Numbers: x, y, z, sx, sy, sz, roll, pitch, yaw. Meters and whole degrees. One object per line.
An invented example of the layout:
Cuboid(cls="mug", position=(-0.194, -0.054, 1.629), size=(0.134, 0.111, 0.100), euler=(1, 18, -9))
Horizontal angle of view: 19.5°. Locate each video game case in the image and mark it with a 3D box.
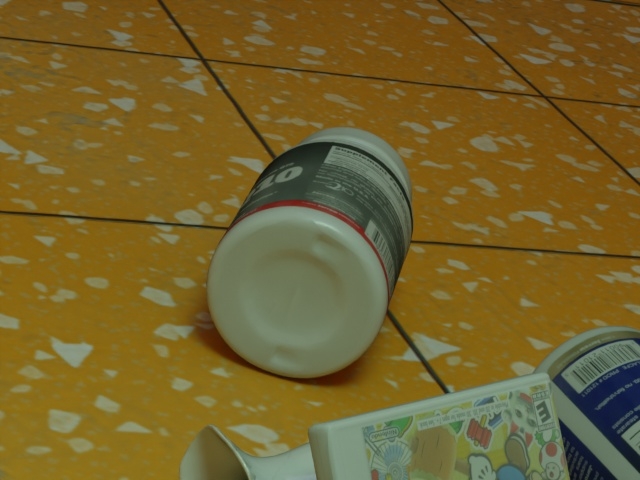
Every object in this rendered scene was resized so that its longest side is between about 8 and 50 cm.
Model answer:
Cuboid(cls="video game case", position=(0.099, 0.210, 1.296), size=(0.227, 0.206, 0.026), euler=(-8, -4, -43))

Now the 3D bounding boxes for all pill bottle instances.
Cuboid(cls="pill bottle", position=(0.277, 0.193, 1.474), size=(0.153, 0.153, 0.264), euler=(2, 27, -27))
Cuboid(cls="pill bottle", position=(0.000, 0.000, 1.738), size=(0.161, 0.161, 0.283), euler=(16, 23, 4))

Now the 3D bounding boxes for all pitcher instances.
Cuboid(cls="pitcher", position=(0.017, 0.218, 1.329), size=(0.207, 0.125, 0.177), euler=(5, 61, -28))
